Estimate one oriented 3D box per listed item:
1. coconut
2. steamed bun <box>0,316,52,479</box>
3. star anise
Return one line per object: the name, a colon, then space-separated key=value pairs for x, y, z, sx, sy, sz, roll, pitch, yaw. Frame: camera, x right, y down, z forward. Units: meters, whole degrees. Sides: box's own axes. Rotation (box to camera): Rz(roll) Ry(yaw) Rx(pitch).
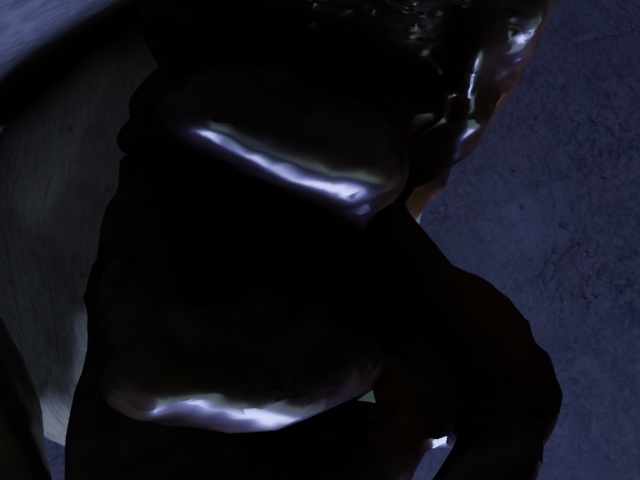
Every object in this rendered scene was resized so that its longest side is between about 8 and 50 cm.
coconut: x=-0.053 y=-0.007 z=0.770 sx=0.224 sy=0.224 sz=0.224 roll=-31 pitch=-179 yaw=1
steamed bun: x=-0.159 y=0.036 z=0.412 sx=0.155 sy=0.140 sz=0.172 roll=-25 pitch=-176 yaw=-6
star anise: x=-0.001 y=-0.002 z=0.421 sx=0.109 sy=0.292 sz=0.349 roll=6 pitch=178 yaw=-4
